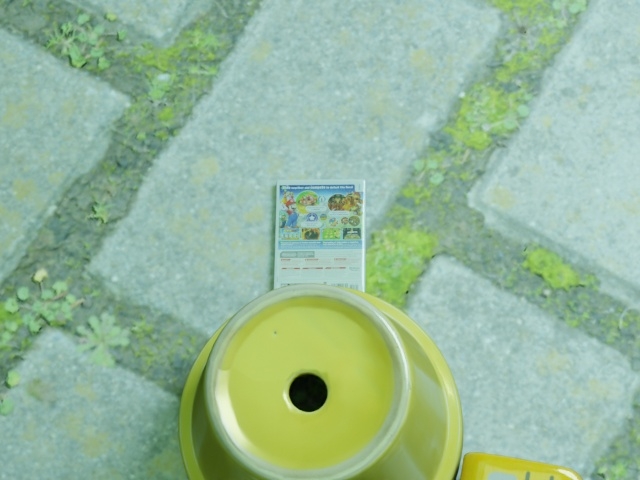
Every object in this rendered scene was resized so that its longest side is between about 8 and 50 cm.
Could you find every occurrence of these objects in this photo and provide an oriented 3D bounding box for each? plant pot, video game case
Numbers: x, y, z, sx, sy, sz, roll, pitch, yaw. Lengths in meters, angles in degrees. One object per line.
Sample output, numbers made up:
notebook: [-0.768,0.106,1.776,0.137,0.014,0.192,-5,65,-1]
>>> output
plant pot: [-0.004,0.147,1.253,0.254,0.239,0.254,-1,73,4]
video game case: [0.000,0.000,1.419,0.087,0.011,0.122,0,72,4]

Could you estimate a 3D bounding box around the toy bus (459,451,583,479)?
toy bus: [0.159,0.356,1.242,0.130,0.108,0.333,9,73,6]
